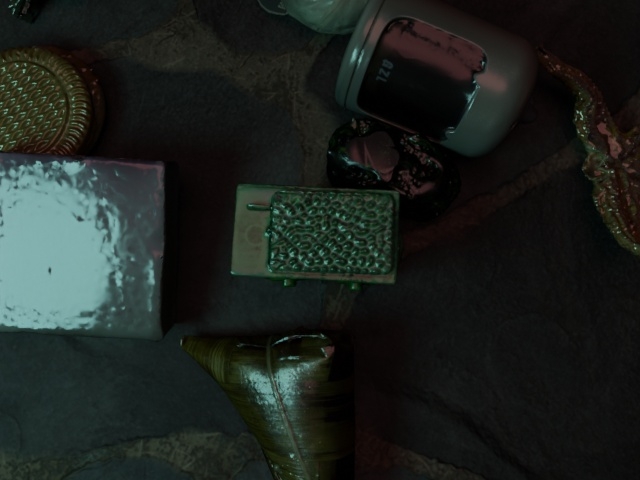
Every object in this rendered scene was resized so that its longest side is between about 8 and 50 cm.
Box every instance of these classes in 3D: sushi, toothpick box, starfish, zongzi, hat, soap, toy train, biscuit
[{"bbox_3d":[0.116,-0.113,0.860,0.225,0.127,0.124,23,82,1],"label":"sushi"},{"bbox_3d":[0.205,-0.266,0.852,0.316,0.229,0.229,24,82,2],"label":"toothpick box"},{"bbox_3d":[0.553,-0.132,0.866,0.384,0.132,0.398,0,68,-7],"label":"starfish"},{"bbox_3d":[-0.089,0.273,0.807,0.288,0.134,0.286,-1,85,13],"label":"zongzi"},{"bbox_3d":[0.000,-0.495,0.908,0.232,0.161,0.275,-36,79,-10],"label":"hat"},{"bbox_3d":[-0.377,0.007,0.814,0.296,0.107,0.285,5,97,-1],"label":"soap"},{"bbox_3d":[0.000,0.000,0.803,0.266,0.202,0.145,2,83,3],"label":"toy train"},{"bbox_3d":[-0.497,-0.218,0.898,0.259,0.079,0.259,0,81,1],"label":"biscuit"}]

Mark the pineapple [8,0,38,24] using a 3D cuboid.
[{"bbox_3d":[-0.430,-0.536,0.919,0.361,0.175,0.175,-25,82,10],"label":"pineapple"}]
